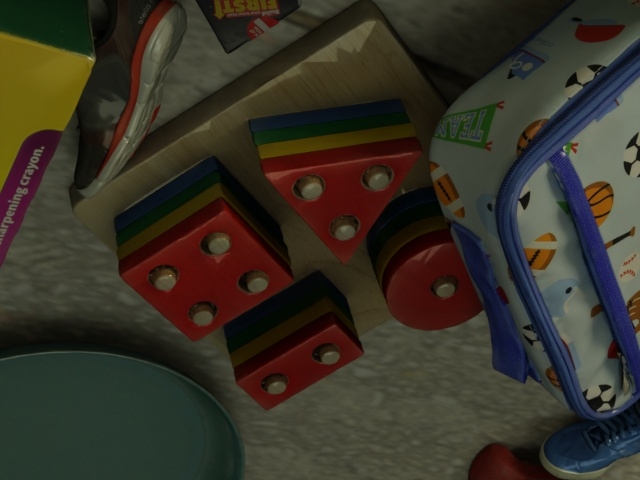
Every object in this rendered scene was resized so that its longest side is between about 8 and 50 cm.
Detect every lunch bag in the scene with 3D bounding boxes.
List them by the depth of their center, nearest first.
[{"bbox_3d":[0.204,-0.018,1.072,0.243,0.115,0.303,-42,135,-14],"label":"lunch bag"}]

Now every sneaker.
[{"bbox_3d":[-0.140,-0.101,1.009,0.064,0.061,0.158,28,120,2],"label":"sneaker"},{"bbox_3d":[0.267,0.158,1.344,0.152,0.058,0.085,-9,139,-14],"label":"sneaker"}]

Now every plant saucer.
[{"bbox_3d":[-0.221,0.188,1.249,0.317,0.044,0.318,-8,132,-9],"label":"plant saucer"}]

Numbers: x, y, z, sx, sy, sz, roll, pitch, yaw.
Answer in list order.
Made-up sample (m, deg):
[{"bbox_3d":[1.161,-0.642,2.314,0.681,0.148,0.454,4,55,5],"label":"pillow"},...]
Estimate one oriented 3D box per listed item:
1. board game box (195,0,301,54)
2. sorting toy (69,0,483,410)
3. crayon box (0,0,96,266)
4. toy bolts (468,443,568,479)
[{"bbox_3d":[-0.023,-0.205,0.911,0.194,0.060,0.194,-3,139,8],"label":"board game box"},{"bbox_3d":[0.000,0.000,1.106,0.255,0.089,0.257,-31,132,13],"label":"sorting toy"},{"bbox_3d":[-0.354,-0.042,0.959,0.313,0.106,0.363,15,125,-25],"label":"crayon box"},{"bbox_3d":[0.213,0.311,1.401,0.218,0.158,0.229,-2,132,-13],"label":"toy bolts"}]
